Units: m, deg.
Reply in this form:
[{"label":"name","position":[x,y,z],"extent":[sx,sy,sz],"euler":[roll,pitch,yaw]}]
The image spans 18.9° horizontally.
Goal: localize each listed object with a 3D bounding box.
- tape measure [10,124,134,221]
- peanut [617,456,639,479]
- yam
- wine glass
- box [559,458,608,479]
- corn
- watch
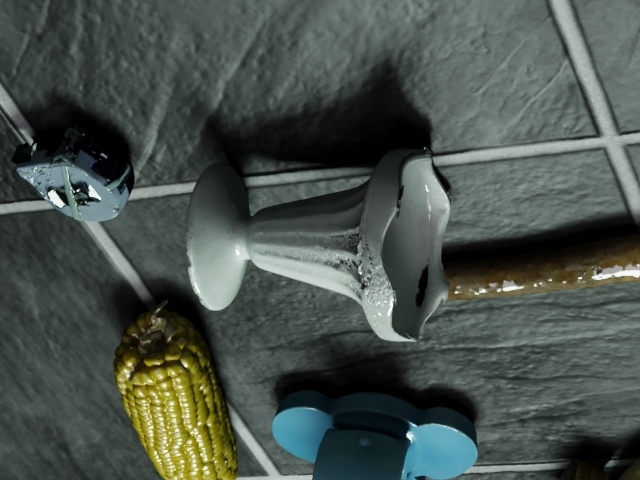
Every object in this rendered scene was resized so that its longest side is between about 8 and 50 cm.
[{"label":"tape measure","position":[-0.209,-0.058,1.675],"extent":[0.091,0.054,0.094],"euler":[-15,135,40]},{"label":"peanut","position":[0.326,0.291,1.956],"extent":[0.101,0.117,0.263],"euler":[27,141,5]},{"label":"yam","position":[0.189,0.027,1.691],"extent":[0.327,0.045,0.045],"euler":[-7,110,25]},{"label":"wine glass","position":[0.000,0.000,1.622],"extent":[0.196,0.165,0.165],"euler":[3,144,24]},{"label":"box","position":[0.257,0.276,1.957],"extent":[0.037,0.105,0.105],"euler":[24,143,-1]},{"label":"corn","position":[-0.144,0.173,1.934],"extent":[0.101,0.101,0.310],"euler":[4,143,10]},{"label":"watch","position":[0.044,0.263,1.924],"extent":[0.211,0.193,0.211],"euler":[9,143,7]}]
